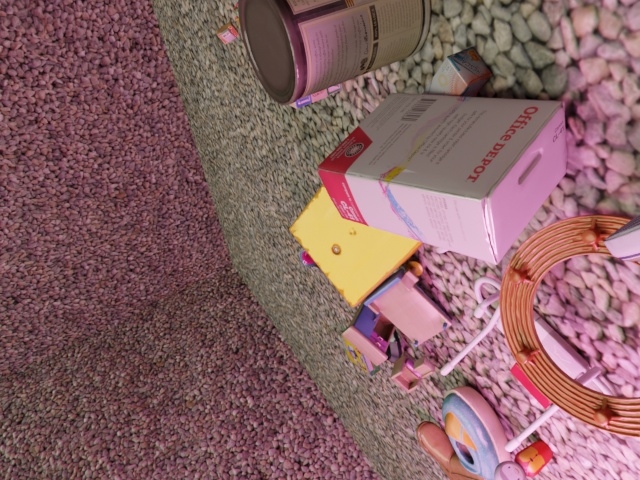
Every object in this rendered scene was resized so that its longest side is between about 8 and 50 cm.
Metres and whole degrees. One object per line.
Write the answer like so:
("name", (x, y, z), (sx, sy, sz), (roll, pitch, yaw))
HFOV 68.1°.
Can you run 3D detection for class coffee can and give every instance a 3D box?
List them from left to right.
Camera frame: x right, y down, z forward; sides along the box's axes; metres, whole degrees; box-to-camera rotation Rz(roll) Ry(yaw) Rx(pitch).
("coffee can", (0.024, -0.381, 0.835), (0.201, 0.275, 0.201), (51, 157, 32))

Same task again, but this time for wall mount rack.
("wall mount rack", (0.387, 0.257, 0.954), (0.350, 0.130, 0.304), (51, 157, 32))

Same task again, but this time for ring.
("ring", (0.412, 0.129, 0.700), (0.336, 0.032, 0.337), (21, 117, 49))

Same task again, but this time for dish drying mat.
("dish drying mat", (0.369, 0.253, 0.829), (0.083, 0.008, 0.032), (51, 153, 34))

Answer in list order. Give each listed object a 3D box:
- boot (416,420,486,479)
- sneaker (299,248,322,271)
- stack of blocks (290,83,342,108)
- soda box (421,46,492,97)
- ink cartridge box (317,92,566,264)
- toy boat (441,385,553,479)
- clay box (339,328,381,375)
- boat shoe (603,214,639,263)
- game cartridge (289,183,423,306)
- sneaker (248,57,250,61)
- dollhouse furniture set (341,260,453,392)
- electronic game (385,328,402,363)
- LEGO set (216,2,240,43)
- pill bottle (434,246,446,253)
("boot", (0.432, 0.662, 1.442), (0.236, 0.089, 0.269), (49, 160, 3))
("sneaker", (0.000, 0.000, 1.531), (0.295, 0.178, 0.124), (47, 155, 38))
("stack of blocks", (-0.034, -0.465, 1.030), (0.087, 0.171, 0.297), (40, 151, 49))
("soda box", (0.220, -0.250, 0.835), (0.063, 0.058, 0.183), (59, 160, 11))
("ink cartridge box", (0.183, -0.115, 0.743), (0.306, 0.226, 0.131), (22, 149, 43))
("toy boat", (0.414, 0.513, 1.190), (0.267, 0.148, 0.318), (66, 161, -8))
("clay box", (0.150, 0.447, 1.916), (0.222, 0.053, 0.127), (15, 128, 64))
("boat shoe", (0.444, -0.020, 0.494), (0.094, 0.109, 0.302), (58, 157, 7))
("game cartridge", (0.093, -0.029, 1.197), (0.285, 0.052, 0.324), (51, 127, 13))
("sneaker", (-0.097, -0.528, 1.256), (0.108, 0.100, 0.271), (35, 160, -17))
("dollhouse furniture set", (0.262, 0.208, 1.314), (0.286, 0.198, 0.303), (42, 128, -2))
("electronic game", (0.208, 0.304, 1.591), (0.229, 0.048, 0.229), (160, 90, -75))
("LEGO set", (-0.172, -0.638, 1.218), (0.287, 0.132, 0.107), (-32, 79, 48))
("pill bottle", (0.236, -0.079, 0.933), (0.187, 0.112, 0.112), (61, 161, 6))
